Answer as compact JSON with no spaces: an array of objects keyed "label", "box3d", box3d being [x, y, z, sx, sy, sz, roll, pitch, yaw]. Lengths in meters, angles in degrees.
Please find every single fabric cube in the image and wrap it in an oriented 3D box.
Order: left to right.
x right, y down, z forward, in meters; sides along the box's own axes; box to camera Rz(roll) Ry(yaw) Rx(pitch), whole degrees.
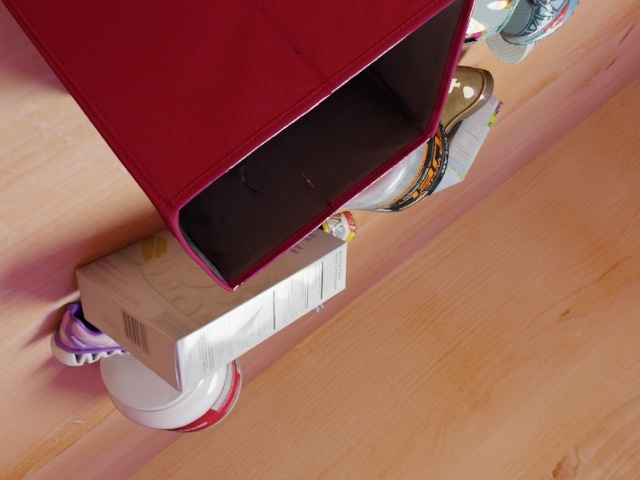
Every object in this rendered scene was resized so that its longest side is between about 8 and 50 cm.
[{"label":"fabric cube","box3d":[-0.069,-0.152,0.584,0.259,0.258,0.254,-38,168,-8]}]

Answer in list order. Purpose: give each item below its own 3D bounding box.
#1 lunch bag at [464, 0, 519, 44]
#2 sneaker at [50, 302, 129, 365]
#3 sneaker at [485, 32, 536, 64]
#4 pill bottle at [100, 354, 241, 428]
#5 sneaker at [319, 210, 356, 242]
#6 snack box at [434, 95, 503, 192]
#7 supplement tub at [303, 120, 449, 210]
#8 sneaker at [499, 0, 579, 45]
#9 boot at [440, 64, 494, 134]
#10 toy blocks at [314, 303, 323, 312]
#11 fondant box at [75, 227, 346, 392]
[{"label":"lunch bag","box3d":[0.120,-0.314,0.783,0.224,0.107,0.279,-11,158,-11]},{"label":"sneaker","box3d":[-0.308,0.129,1.153,0.237,0.095,0.104,-7,136,-28]},{"label":"sneaker","box3d":[0.402,-0.440,1.307,0.161,0.102,0.282,-40,168,-14]},{"label":"pill bottle","box3d":[-0.288,0.258,1.416,0.229,0.229,0.407,-38,167,-10]},{"label":"sneaker","box3d":[0.000,0.000,1.733,0.093,0.088,0.225,-8,152,-28]},{"label":"snack box","box3d":[0.285,-0.210,1.555,0.207,0.070,0.174,-62,-168,-17]},{"label":"supplement tub","box3d":[0.089,-0.149,1.156,0.207,0.207,0.338,-44,167,16]},{"label":"sneaker","box3d":[0.320,-0.393,1.000,0.125,0.104,0.261,-4,141,-40]},{"label":"boot","box3d":[0.209,-0.252,1.469,0.115,0.112,0.305,7,146,-30]},{"label":"toy blocks","box3d":[-0.075,0.141,1.803,0.123,0.148,0.054,-42,167,6]},{"label":"fondant box","box3d":[-0.156,0.058,1.078,0.330,0.238,0.096,-28,132,-40]}]
